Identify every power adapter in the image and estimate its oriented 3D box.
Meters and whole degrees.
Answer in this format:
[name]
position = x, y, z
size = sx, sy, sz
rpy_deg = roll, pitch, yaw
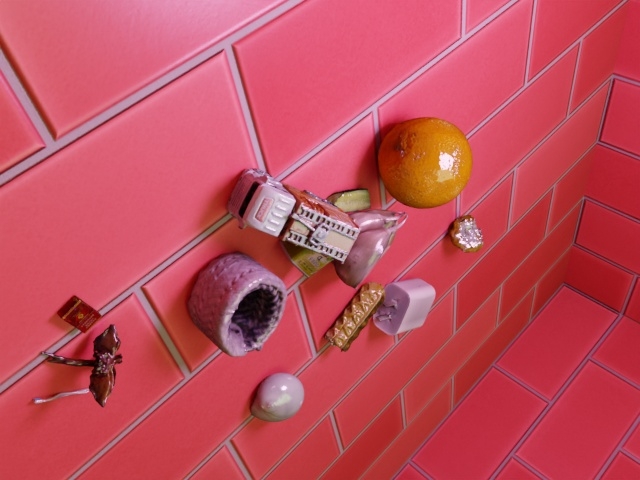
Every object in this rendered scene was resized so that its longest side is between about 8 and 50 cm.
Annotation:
[power adapter]
position = 0.294, 0.246, 2.280
size = 0.255, 0.124, 0.187
rpy_deg = -4, 120, -51

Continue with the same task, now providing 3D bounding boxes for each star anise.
[star anise]
position = -0.507, 0.267, 1.337
size = 0.144, 0.158, 0.140
rpy_deg = 2, 131, -2

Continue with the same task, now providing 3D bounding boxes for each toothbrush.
[toothbrush]
position = -0.569, 0.342, 1.363
size = 0.131, 0.013, 0.011
rpy_deg = 2, 125, -54

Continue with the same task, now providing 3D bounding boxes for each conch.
[conch]
position = -0.138, 0.517, 1.984
size = 0.185, 0.121, 0.221
rpy_deg = -18, 143, -4

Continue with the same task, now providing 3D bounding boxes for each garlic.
[garlic]
position = 0.136, 0.024, 1.817
size = 0.237, 0.210, 0.292
rpy_deg = 0, 132, -37

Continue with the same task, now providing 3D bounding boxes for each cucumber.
[cucumber]
position = 0.075, -0.116, 1.774
size = 0.220, 0.046, 0.070
rpy_deg = -14, 126, -48

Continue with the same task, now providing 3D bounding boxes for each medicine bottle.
[medicine bottle]
position = 0.000, 0.000, 1.687
size = 0.188, 0.088, 0.132
rpy_deg = -36, 145, 5

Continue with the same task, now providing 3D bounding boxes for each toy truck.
[toy truck]
position = -0.059, -0.052, 1.482
size = 0.305, 0.162, 0.136
rpy_deg = 22, 100, -32

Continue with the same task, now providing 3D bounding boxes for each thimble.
[thimble]
position = -0.208, 0.159, 1.543
size = 0.217, 0.157, 0.245
rpy_deg = -23, 133, -37

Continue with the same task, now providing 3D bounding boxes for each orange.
[orange]
position = 0.298, -0.223, 1.772
size = 0.274, 0.274, 0.274
rpy_deg = -32, 139, -33

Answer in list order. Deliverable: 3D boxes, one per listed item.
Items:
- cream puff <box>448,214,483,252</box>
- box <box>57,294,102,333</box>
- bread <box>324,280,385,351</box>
[cream puff]
position = 0.564, -0.019, 2.403
size = 0.121, 0.156, 0.156
rpy_deg = -26, 146, 9
[box]
position = -0.500, 0.155, 1.285
size = 0.051, 0.023, 0.082
rpy_deg = -49, 146, -13
[bread]
position = 0.125, 0.255, 2.107
size = 0.269, 0.098, 0.087
rpy_deg = -52, -172, -8
